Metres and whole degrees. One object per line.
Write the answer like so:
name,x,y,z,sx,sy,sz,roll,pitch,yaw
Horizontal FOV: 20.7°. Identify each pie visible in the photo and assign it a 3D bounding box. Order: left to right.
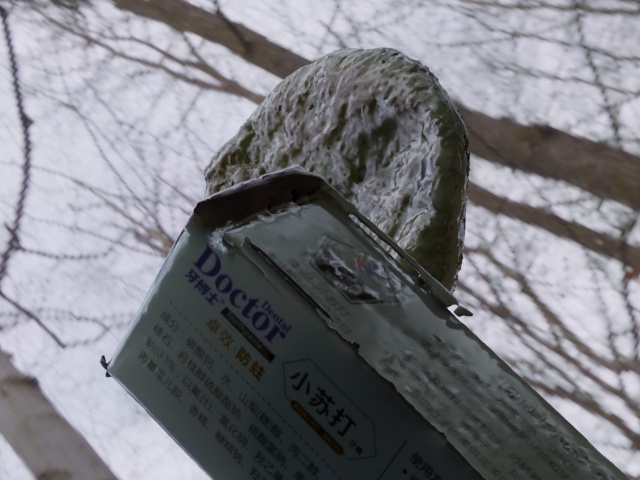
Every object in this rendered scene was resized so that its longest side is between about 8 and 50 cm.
pie,0.000,0.000,0.791,0.041,0.187,0.186,25,-85,-37

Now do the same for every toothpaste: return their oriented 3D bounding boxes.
toothpaste,0.064,0.109,0.534,0.071,0.313,0.089,-23,-30,-50
